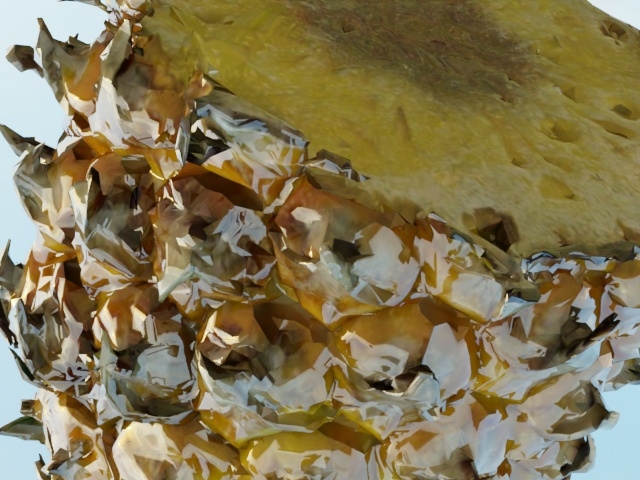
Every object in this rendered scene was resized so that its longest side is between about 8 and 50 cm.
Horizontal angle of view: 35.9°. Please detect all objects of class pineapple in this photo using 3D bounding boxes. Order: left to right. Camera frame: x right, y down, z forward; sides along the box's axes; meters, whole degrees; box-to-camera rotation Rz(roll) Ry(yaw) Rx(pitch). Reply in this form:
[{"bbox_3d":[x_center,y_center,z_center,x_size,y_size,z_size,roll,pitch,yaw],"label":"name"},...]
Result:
[{"bbox_3d":[-0.001,0.002,0.502,0.352,0.300,0.352,21,-145,-15],"label":"pineapple"}]
